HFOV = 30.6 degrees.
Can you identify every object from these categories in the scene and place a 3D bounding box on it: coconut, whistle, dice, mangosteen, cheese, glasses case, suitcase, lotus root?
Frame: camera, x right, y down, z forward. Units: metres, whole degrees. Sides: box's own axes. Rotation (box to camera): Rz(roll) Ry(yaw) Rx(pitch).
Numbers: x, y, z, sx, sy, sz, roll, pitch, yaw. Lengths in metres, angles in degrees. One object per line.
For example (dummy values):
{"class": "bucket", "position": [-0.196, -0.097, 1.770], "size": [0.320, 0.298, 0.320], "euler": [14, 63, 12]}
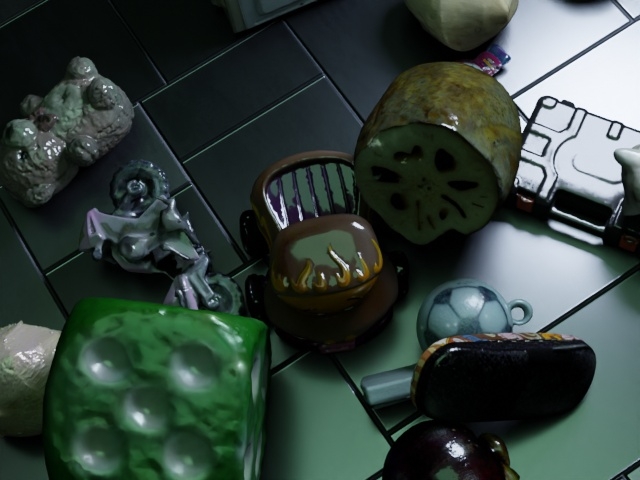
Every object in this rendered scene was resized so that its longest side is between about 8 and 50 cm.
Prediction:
{"class": "coconut", "position": [-0.476, 0.222, 1.837], "size": [0.194, 0.194, 0.194], "euler": [-2, 66, 6]}
{"class": "whistle", "position": [0.189, 0.144, 1.806], "size": [0.289, 0.163, 0.164], "euler": [-15, 66, -1]}
{"class": "dice", "position": [-0.229, 0.245, 1.706], "size": [0.287, 0.297, 0.300], "euler": [5, 83, 3]}
{"class": "mangosteen", "position": [0.203, 0.350, 1.707], "size": [0.230, 0.194, 0.194], "euler": [-7, 63, -25]}
{"class": "cheese", "position": [0.267, -0.289, 2.046], "size": [0.145, 0.038, 0.095], "euler": [-38, 68, -9]}
{"class": "glasses case", "position": [0.274, 0.201, 1.723], "size": [0.320, 0.122, 0.082], "euler": [2, 25, -31]}
{"class": "suitcase", "position": [0.457, -0.107, 1.930], "size": [0.285, 0.066, 0.206], "euler": [22, 70, 15]}
{"class": "coconut", "position": [0.252, -0.434, 2.026], "size": [0.224, 0.224, 0.224], "euler": [-2, 66, 6]}
{"class": "lotus root", "position": [0.197, -0.160, 1.857], "size": [0.250, 0.251, 0.346], "euler": [8, 27, 10]}

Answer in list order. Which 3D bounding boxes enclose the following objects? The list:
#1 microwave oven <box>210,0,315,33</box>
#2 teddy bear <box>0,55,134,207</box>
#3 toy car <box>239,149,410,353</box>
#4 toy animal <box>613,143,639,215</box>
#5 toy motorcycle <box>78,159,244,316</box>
{"class": "microwave oven", "position": [-0.115, -0.597, 2.127], "size": [0.286, 0.218, 0.355], "euler": [-23, 66, -5]}
{"class": "teddy bear", "position": [-0.453, -0.186, 2.027], "size": [0.267, 0.151, 0.236], "euler": [-36, 47, -12]}
{"class": "toy car", "position": [0.000, 0.000, 1.842], "size": [0.271, 0.240, 0.341], "euler": [-10, 69, 0]}
{"class": "toy animal", "position": [0.573, -0.025, 1.786], "size": [0.188, 0.308, 0.266], "euler": [-16, 35, -5]}
{"class": "toy motorcycle", "position": [-0.272, 0.033, 1.923], "size": [0.188, 0.143, 0.327], "euler": [-34, 82, -1]}
